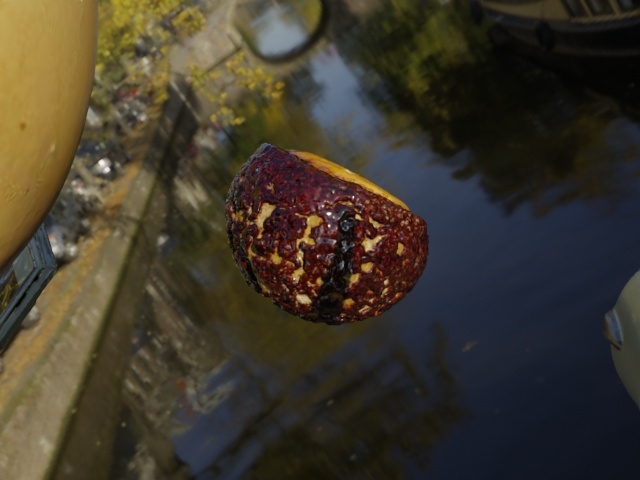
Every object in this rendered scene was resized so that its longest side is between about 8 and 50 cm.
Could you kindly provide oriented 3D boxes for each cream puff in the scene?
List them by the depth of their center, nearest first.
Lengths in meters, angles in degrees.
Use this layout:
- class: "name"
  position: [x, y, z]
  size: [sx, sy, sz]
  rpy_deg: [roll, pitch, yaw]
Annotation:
- class: "cream puff"
  position: [0.000, 0.000, 0.987]
  size: [0.164, 0.239, 0.239]
  rpy_deg: [-64, 18, 2]

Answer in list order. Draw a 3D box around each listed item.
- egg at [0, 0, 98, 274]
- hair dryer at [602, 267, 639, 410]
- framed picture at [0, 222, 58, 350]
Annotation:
- class: "egg"
  position: [-0.271, -0.125, 0.466]
  size: [0.301, 0.301, 0.373]
  rpy_deg: [-22, 66, 38]
- class: "hair dryer"
  position: [0.149, -0.018, 0.310]
  size: [0.092, 0.267, 0.229]
  rpy_deg: [7, 29, 21]
- class: "framed picture"
  position: [-0.351, 0.052, 0.890]
  size: [0.231, 0.018, 0.293]
  rpy_deg: [-53, 34, 6]
